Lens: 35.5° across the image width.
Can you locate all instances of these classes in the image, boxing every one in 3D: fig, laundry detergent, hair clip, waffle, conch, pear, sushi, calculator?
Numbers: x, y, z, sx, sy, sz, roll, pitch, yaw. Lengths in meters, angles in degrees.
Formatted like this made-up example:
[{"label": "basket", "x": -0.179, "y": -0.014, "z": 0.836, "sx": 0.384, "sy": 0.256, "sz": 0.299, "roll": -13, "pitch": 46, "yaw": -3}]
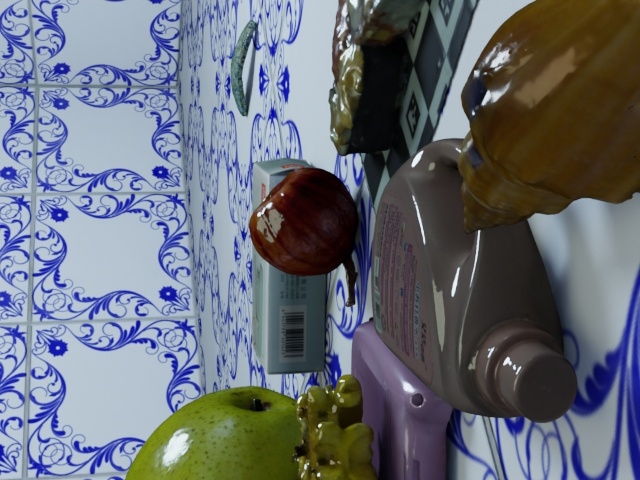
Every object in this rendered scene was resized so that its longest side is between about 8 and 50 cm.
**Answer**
[{"label": "fig", "x": -0.010, "y": -0.011, "z": 1.083, "sx": 0.150, "sy": 0.128, "sz": 0.128, "roll": 50, "pitch": 148, "yaw": 28}, {"label": "laundry detergent", "x": 0.098, "y": 0.021, "z": 0.657, "sx": 0.237, "sy": 0.076, "sz": 0.171, "roll": -142, "pitch": 52, "yaw": -74}, {"label": "hair clip", "x": -0.147, "y": -0.318, "z": 1.859, "sx": 0.229, "sy": 0.036, "sz": 0.066, "roll": 104, "pitch": 154, "yaw": -51}, {"label": "waffle", "x": 0.012, "y": 0.260, "z": 0.927, "sx": 0.293, "sy": 0.069, "sz": 0.260, "roll": 102, "pitch": 161, "yaw": -75}, {"label": "conch", "x": 0.128, "y": -0.089, "z": 0.466, "sx": 0.330, "sy": 0.093, "sz": 0.109, "roll": 111, "pitch": 162, "yaw": -58}, {"label": "pear", "x": -0.100, "y": 0.311, "z": 1.151, "sx": 0.294, "sy": 0.294, "sz": 0.294, "roll": 179, "pitch": 90, "yaw": -78}, {"label": "sushi", "x": 0.036, "y": -0.214, "z": 0.956, "sx": 0.343, "sy": 0.064, "sz": 0.359, "roll": 103, "pitch": 162, "yaw": -49}, {"label": "calculator", "x": 0.061, "y": 0.174, "z": 0.923, "sx": 0.294, "sy": 0.043, "sz": 0.194, "roll": -151, "pitch": 59, "yaw": -78}]

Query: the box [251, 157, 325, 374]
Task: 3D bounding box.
[{"label": "box", "x": -0.043, "y": 0.029, "z": 1.308, "sx": 0.135, "sy": 0.079, "sz": 0.269, "roll": -137, "pitch": 47, "yaw": -73}]
